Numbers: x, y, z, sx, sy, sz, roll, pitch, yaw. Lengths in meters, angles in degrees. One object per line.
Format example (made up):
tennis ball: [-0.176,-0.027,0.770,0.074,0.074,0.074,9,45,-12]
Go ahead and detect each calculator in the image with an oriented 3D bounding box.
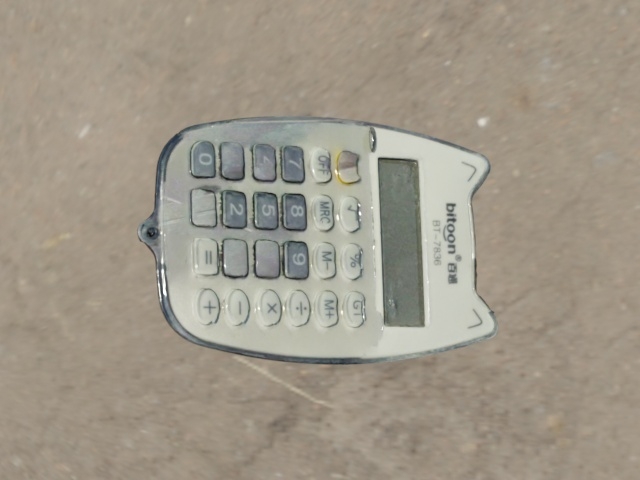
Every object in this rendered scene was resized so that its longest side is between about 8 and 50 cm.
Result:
calculator: [0.000,0.000,1.108,0.268,0.040,0.177,5,77,-25]
